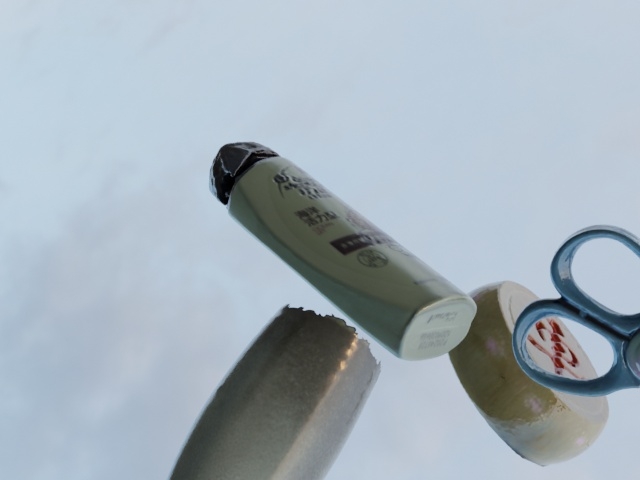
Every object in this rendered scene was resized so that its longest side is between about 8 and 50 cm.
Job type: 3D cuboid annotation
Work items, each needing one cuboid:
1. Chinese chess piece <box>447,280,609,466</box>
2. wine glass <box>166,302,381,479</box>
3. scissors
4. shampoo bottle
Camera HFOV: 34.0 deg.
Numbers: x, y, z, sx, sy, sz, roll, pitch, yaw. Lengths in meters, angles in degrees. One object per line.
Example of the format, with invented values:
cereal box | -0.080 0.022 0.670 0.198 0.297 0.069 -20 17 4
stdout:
Chinese chess piece | 0.269 0.168 1.363 0.097 0.251 0.251 -40 -145 23
wine glass | -0.049 0.116 0.405 0.066 0.066 0.198 12 -119 47
scissors | 0.260 0.093 0.707 0.125 0.256 0.030 -64 169 22
shampoo bottle | 0.000 0.000 1.136 0.359 0.134 0.078 39 -59 37
